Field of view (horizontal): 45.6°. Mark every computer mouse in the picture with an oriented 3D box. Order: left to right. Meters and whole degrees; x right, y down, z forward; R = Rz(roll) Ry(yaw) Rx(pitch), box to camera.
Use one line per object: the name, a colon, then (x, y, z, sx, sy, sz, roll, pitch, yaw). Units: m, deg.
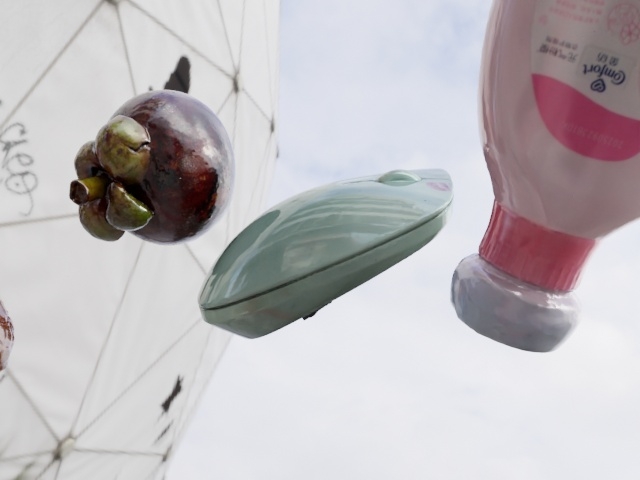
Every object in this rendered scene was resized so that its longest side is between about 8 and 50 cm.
computer mouse: (-0.004, -0.005, 0.771, 0.288, 0.159, 0.097, -32, -76, 16)

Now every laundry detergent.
laundry detergent: (0.165, -0.097, 0.429, 0.159, 0.088, 0.335, 17, -73, -2)

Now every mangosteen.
mangosteen: (-0.190, -0.074, 0.851, 0.200, 0.200, 0.200, 5, -36, 4)

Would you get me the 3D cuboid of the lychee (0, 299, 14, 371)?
lychee: (-0.245, 0.039, 0.431, 0.140, 0.114, 0.101, 23, -6, 1)
